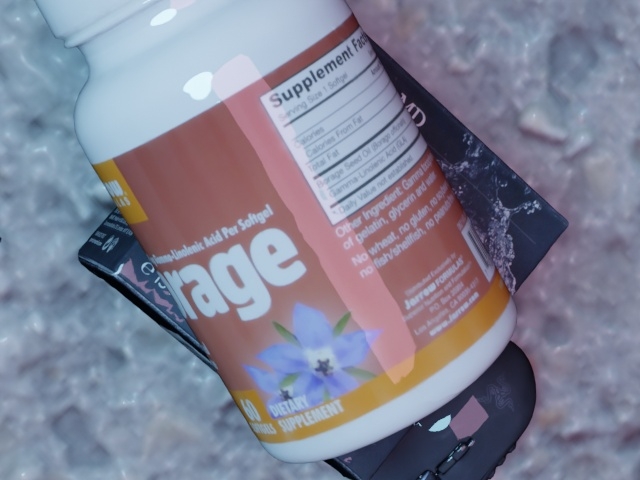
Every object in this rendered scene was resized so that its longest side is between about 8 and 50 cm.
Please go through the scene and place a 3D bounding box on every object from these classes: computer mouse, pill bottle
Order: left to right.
[{"bbox_3d":[-0.022,-0.029,0.714,0.121,0.121,0.216,-33,100,-12],"label":"pill bottle"},{"bbox_3d":[0.025,0.146,0.881,0.071,0.041,0.242,39,84,-17],"label":"computer mouse"}]

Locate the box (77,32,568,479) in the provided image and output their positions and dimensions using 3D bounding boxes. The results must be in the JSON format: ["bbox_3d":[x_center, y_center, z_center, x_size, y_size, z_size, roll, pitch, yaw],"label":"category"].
[{"bbox_3d":[0.000,0.000,0.834,0.156,0.093,0.158,41,82,-16],"label":"box"}]
